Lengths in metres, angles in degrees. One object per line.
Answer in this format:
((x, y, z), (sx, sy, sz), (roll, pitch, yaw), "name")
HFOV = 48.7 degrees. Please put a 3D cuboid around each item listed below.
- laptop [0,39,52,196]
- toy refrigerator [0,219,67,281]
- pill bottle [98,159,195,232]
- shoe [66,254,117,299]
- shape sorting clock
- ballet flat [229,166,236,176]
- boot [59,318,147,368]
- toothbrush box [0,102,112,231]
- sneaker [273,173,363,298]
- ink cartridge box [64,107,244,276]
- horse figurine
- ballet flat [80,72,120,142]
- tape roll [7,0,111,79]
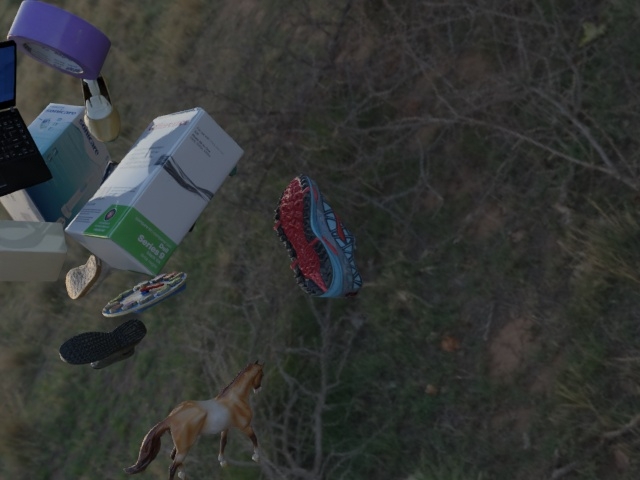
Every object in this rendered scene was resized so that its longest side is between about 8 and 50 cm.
((-0.659, -0.223, 1.375), (0.137, 0.264, 0.234), (-21, 6, 45), "laptop")
((-0.672, 0.017, 1.443), (0.102, 0.270, 0.094), (-55, 46, 39), "toy refrigerator")
((-0.384, -0.092, 1.587), (0.123, 0.219, 0.122), (-163, 90, -74), "pill bottle")
((-0.552, 0.090, 1.701), (0.219, 0.058, 0.076), (-28, 73, 47), "shoe")
((-0.402, 0.120, 1.619), (0.206, 0.040, 0.206), (-18, 11, 4), "shape sorting clock")
((-0.257, -0.219, 1.743), (0.053, 0.168, 0.057), (4, 57, 19), "ballet flat")
((-0.589, 0.306, 1.896), (0.083, 0.247, 0.161), (56, 134, 19), "boot")
((-0.698, -0.185, 1.853), (0.126, 0.216, 0.295), (10, 51, 21), "toothbrush box")
((0.000, 0.000, 1.259), (0.104, 0.125, 0.261), (-39, 50, 31), "sneaker")
((-0.301, -0.090, 1.295), (0.211, 0.121, 0.289), (6, 57, 52), "ink cartridge box")
((-0.190, 0.314, 1.171), (0.066, 0.263, 0.174), (17, 110, 48), "horse figurine")
((-0.514, -0.319, 1.616), (0.080, 0.073, 0.232), (-22, 54, -7), "ballet flat")
((-0.537, -0.410, 1.461), (0.189, 0.189, 0.080), (7, 76, 58), "tape roll")
